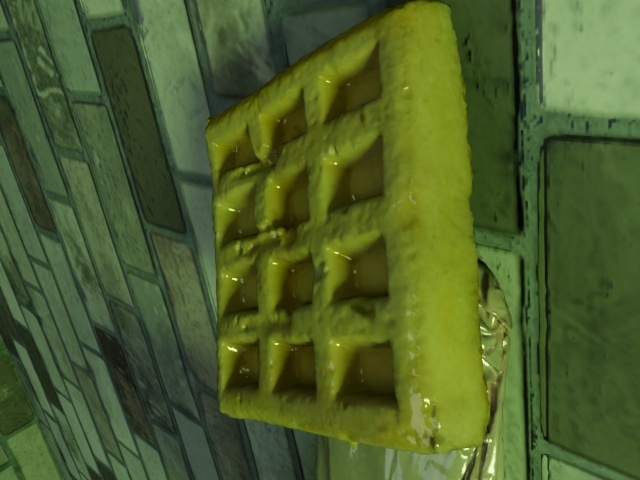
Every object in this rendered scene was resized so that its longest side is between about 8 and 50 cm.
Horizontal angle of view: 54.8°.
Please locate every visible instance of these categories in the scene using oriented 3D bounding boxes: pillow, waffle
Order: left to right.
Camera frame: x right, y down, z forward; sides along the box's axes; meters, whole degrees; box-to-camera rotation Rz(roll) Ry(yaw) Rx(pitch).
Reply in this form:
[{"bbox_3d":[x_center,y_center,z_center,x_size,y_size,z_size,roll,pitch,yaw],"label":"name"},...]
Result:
[{"bbox_3d":[0.000,0.000,0.400,0.221,0.055,0.248,-14,76,52],"label":"waffle"},{"bbox_3d":[0.050,0.132,0.435,0.173,0.067,0.270,3,90,43],"label":"pillow"}]
